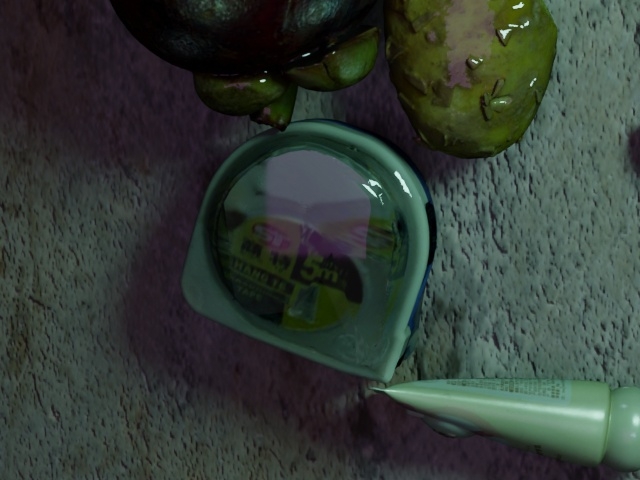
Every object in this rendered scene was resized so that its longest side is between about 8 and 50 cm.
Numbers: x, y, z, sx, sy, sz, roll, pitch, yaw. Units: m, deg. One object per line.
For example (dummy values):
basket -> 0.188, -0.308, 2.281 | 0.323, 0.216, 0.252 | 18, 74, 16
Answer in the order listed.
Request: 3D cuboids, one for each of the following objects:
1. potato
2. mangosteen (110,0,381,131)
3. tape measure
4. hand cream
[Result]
potato -> 0.151, -0.229, 1.670 | 0.176, 0.141, 0.298 | -4, 103, 4
mangosteen -> -0.078, -0.272, 1.632 | 0.300, 0.300, 0.300 | 3, 104, 13
tape measure -> -0.001, 0.002, 1.768 | 0.259, 0.138, 0.262 | 19, 107, 7
hand cream -> 0.205, 0.181, 1.773 | 0.305, 0.147, 0.093 | 9, 85, 7
